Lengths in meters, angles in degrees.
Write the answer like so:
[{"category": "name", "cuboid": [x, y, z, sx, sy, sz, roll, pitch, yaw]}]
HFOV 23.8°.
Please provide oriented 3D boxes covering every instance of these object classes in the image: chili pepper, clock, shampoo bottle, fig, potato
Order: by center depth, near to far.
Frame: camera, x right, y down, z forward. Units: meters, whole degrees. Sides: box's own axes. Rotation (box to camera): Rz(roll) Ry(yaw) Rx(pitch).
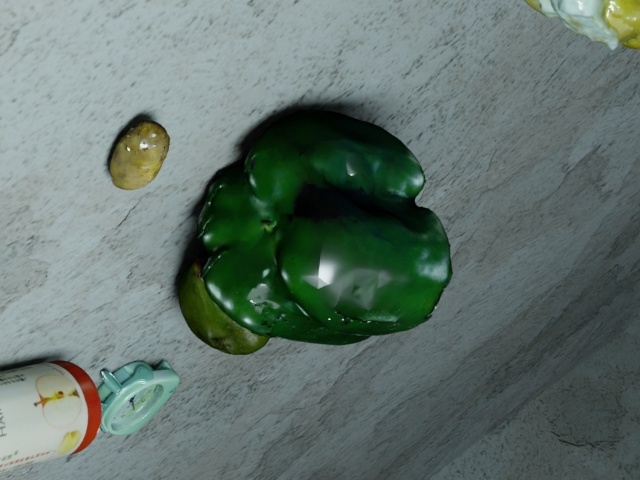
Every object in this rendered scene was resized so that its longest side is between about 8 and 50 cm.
[{"category": "potato", "cuboid": [-0.170, -0.080, 1.420, 0.051, 0.040, 0.083, 2, 140, -32]}, {"category": "shampoo bottle", "cuboid": [-0.346, 0.190, 1.520, 0.104, 0.104, 0.278, -54, 158, 24]}, {"category": "chili pepper", "cuboid": [0.000, 0.000, 1.635, 0.233, 0.248, 0.257, -42, 154, 29]}, {"category": "fig", "cuboid": [-0.118, 0.058, 1.708, 0.117, 0.117, 0.177, -45, 147, 3]}, {"category": "clock", "cuboid": [-0.232, 0.186, 1.821, 0.101, 0.041, 0.135, -47, 158, 9]}]

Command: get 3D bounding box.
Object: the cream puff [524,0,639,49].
[{"category": "cream puff", "cuboid": [0.333, -0.373, 1.535, 0.378, 0.275, 0.378, -47, -171, 10]}]
